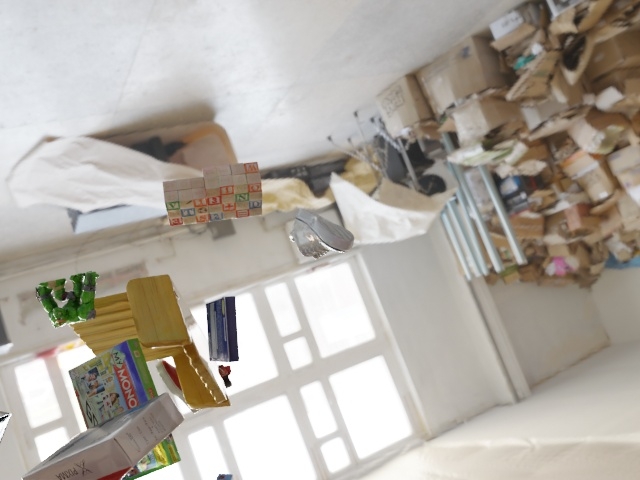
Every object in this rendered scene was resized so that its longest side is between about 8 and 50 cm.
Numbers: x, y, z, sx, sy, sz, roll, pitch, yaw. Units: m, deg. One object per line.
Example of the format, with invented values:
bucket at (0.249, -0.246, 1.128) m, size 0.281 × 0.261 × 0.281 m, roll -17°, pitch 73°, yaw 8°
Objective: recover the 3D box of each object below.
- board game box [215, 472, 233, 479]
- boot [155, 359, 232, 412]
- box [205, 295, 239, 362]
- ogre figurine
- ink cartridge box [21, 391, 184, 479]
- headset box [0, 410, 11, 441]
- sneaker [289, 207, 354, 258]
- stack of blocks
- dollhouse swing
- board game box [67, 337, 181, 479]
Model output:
board game box at (-0.212, 0.601, 1.274) m, size 0.039 × 0.160 × 0.211 m, roll 0°, pitch -158°, yaw 9°
boot at (-0.373, 0.402, 1.935) m, size 0.176 × 0.088 × 0.244 m, roll -35°, pitch 132°, yaw -3°
box at (-0.210, 0.194, 1.379) m, size 0.037 × 0.136 × 0.225 m, roll -2°, pitch 172°, yaw -19°
ogre figurine at (-0.610, 0.146, 1.558) m, size 0.197 × 0.118 × 0.097 m, roll -14°, pitch 178°, yaw 7°
ink cartridge box at (-0.406, 0.386, 1.065) m, size 0.296 × 0.066 × 0.261 m, roll -30°, pitch -175°, yaw 32°
headset box at (-0.674, 0.306, 0.993) m, size 0.283 × 0.131 × 0.246 m, roll 18°, pitch 168°, yaw -9°
sneaker at (0.000, 0.000, 1.404) m, size 0.094 × 0.091 × 0.258 m, roll 20°, pitch -174°, yaw -20°
stack of blocks at (-0.335, -0.144, 1.995) m, size 0.298 × 0.087 × 0.171 m, roll -8°, pitch 147°, yaw -9°
dollhouse swing at (-0.461, 0.308, 1.685) m, size 0.305 × 0.315 × 0.346 m, roll -23°, pitch 138°, yaw -8°
board game box at (-0.487, 0.428, 1.573) m, size 0.214 × 0.317 × 0.046 m, roll -28°, pitch 168°, yaw 22°
